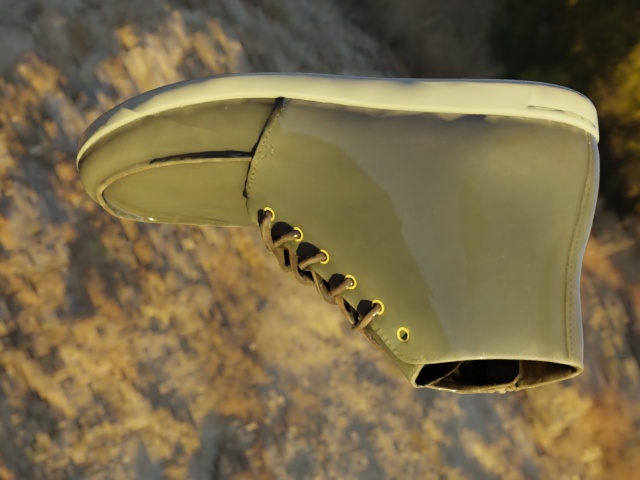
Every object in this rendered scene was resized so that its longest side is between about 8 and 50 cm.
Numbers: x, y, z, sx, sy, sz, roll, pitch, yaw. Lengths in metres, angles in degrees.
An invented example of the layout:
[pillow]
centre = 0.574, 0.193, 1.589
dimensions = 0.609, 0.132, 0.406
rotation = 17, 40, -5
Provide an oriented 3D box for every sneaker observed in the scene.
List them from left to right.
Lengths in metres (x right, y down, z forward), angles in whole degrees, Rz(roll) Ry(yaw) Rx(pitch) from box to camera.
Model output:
[sneaker]
centre = 0.000, 0.000, 0.652
dimensions = 0.083, 0.222, 0.118
rotation = 51, 40, -66
